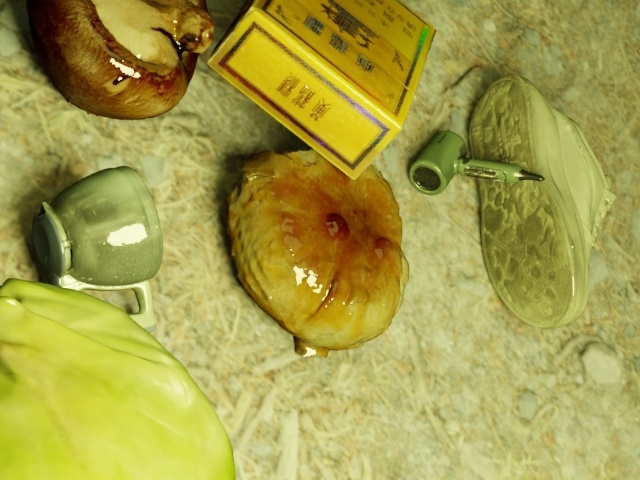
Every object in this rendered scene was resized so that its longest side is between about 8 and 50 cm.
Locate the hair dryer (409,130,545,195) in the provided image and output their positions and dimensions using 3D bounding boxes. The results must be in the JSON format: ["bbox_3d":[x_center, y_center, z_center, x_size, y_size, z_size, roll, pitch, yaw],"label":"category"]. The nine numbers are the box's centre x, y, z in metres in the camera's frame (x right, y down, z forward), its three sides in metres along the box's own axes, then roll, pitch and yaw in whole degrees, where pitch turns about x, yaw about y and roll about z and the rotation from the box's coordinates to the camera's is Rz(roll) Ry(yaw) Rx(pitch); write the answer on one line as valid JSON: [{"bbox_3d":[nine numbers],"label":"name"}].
[{"bbox_3d":[0.177,-0.081,2.009,0.071,0.150,0.047,-54,142,-43],"label":"hair dryer"}]

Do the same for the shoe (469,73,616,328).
[{"bbox_3d":[0.269,-0.034,2.062,0.159,0.124,0.316,16,54,-39],"label":"shoe"}]

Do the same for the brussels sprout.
[{"bbox_3d":[-0.222,0.198,1.447,0.328,0.247,0.328,21,37,-17],"label":"brussels sprout"}]

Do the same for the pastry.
[{"bbox_3d":[0.000,0.000,1.838,0.229,0.100,0.218,38,46,-14],"label":"pastry"}]

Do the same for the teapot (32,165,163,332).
[{"bbox_3d":[-0.211,0.010,1.688,0.108,0.149,0.111,-15,33,-27],"label":"teapot"}]

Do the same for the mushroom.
[{"bbox_3d":[-0.206,-0.213,1.805,0.194,0.138,0.231,28,36,-3],"label":"mushroom"}]

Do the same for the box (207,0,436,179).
[{"bbox_3d":[0.009,-0.204,1.917,0.193,0.084,0.301,37,26,-7],"label":"box"}]
